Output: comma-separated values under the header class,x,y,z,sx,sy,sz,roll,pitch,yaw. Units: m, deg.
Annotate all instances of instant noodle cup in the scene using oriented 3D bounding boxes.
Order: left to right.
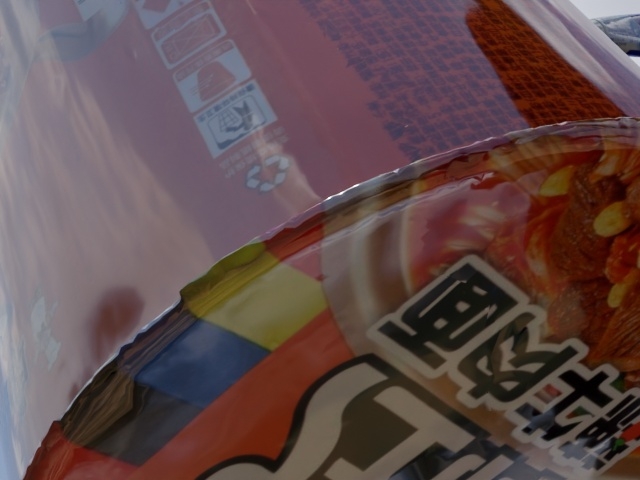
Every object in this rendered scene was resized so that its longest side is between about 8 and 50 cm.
class,x,y,z,sx,sy,sz,roll,pitch,yaw
instant noodle cup,0.000,0.000,0.533,0.250,0.250,0.192,97,-27,-46

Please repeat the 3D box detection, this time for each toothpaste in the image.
class,x,y,z,sx,sy,sz,roll,pitch,yaw
toothpaste,0.138,-0.092,0.788,0.015,0.083,0.024,-17,-94,38
